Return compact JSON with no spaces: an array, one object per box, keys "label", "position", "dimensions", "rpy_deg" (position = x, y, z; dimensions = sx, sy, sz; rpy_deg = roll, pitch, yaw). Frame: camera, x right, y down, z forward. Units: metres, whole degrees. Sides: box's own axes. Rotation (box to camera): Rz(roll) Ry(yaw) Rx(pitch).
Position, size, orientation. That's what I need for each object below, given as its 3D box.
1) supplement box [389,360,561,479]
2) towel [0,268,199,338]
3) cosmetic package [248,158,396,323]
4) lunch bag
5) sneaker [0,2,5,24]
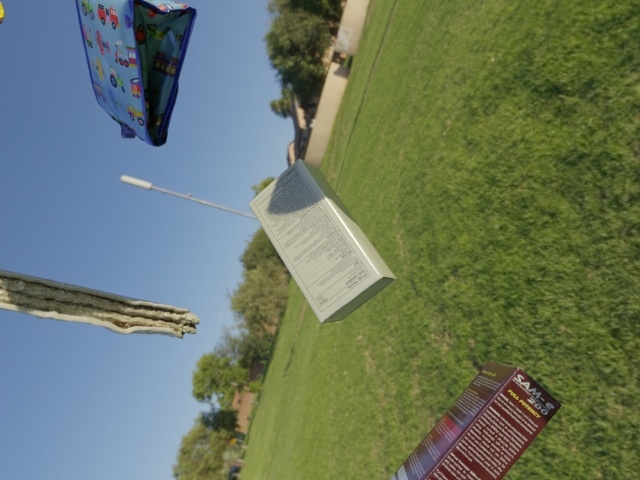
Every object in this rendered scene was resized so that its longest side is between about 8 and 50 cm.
[{"label":"supplement box","position":[0.202,0.281,0.604],"dimensions":[0.239,0.073,0.130],"rpy_deg":[-48,-11,-5]},{"label":"towel","position":[-0.319,0.085,0.584],"dimensions":[0.187,0.282,0.049],"rpy_deg":[-8,67,53]},{"label":"cosmetic package","position":[0.000,0.000,0.930],"dimensions":[0.160,0.310,0.113],"rpy_deg":[-38,-20,16]},{"label":"lunch bag","position":[-0.382,-0.341,0.884],"dimensions":[0.138,0.220,0.294],"rpy_deg":[-20,-45,-48]},{"label":"sneaker","position":[-0.545,-0.352,0.617],"dimensions":[0.175,0.067,0.064],"rpy_deg":[-7,-97,-57]}]
